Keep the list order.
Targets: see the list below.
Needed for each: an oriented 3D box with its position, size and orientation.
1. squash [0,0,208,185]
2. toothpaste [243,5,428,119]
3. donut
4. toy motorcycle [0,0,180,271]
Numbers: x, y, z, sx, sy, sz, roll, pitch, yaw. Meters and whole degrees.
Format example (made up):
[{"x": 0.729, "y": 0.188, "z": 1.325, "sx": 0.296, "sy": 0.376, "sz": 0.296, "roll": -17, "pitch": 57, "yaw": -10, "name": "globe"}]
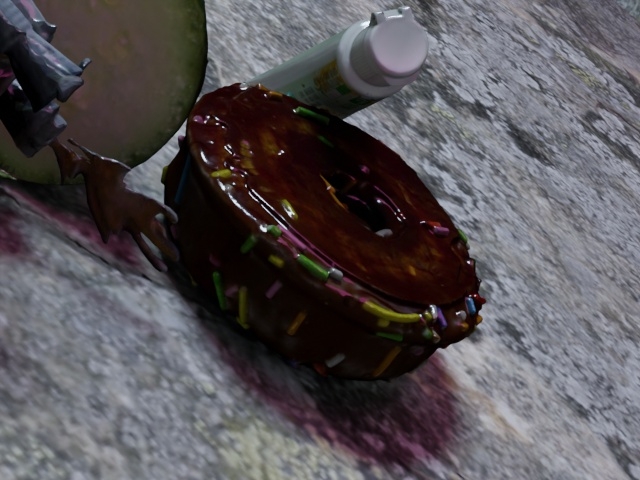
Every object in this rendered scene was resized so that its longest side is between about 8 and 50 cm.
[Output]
[{"x": -0.155, "y": -0.123, "z": 0.772, "sx": 0.170, "sy": 0.170, "sz": 0.123, "roll": 30, "pitch": 8, "yaw": -19, "name": "squash"}, {"x": 0.008, "y": -0.112, "z": 0.940, "sx": 0.314, "sy": 0.056, "sz": 0.058, "roll": 177, "pitch": -101, "yaw": -75, "name": "toothpaste"}, {"x": 0.000, "y": 0.000, "z": 0.844, "sx": 0.235, "sy": 0.089, "sz": 0.235, "roll": 31, "pitch": 25, "yaw": -16, "name": "donut"}, {"x": -0.219, "y": -0.112, "z": 0.638, "sx": 0.401, "sy": 0.207, "sz": 0.134, "roll": 41, "pitch": -20, "yaw": -11, "name": "toy motorcycle"}]
